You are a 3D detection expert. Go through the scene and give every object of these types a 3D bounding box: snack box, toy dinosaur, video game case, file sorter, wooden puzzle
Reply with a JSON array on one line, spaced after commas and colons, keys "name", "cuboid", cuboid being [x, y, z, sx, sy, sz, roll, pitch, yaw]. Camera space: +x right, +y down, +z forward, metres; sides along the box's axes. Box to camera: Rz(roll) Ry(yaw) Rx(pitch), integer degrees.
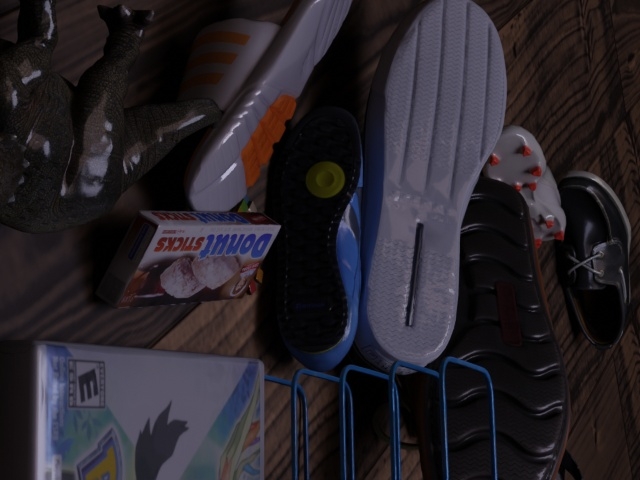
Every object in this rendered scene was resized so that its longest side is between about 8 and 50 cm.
[{"name": "snack box", "cuboid": [-0.087, 0.012, 1.186, 0.064, 0.022, 0.178, -62, 159, 13]}, {"name": "toy dinosaur", "cuboid": [-0.166, -0.068, 0.986, 0.313, 0.121, 0.160, 14, 86, -69]}, {"name": "video game case", "cuboid": [-0.113, 0.234, 1.117, 0.300, 0.036, 0.329, 13, 74, -65]}, {"name": "file sorter", "cuboid": [0.038, 0.148, 1.302, 0.118, 0.170, 0.104, 22, 64, -63]}, {"name": "wooden puzzle", "cuboid": [-0.056, -0.003, 1.311, 0.049, 0.006, 0.083, -66, 144, -45]}]

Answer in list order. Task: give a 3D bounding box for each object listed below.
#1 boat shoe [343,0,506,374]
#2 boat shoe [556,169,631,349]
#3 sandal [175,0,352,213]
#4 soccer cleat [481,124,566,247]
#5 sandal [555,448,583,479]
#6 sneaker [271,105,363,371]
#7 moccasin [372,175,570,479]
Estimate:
[{"name": "boat shoe", "cuboid": [0.064, -0.048, 1.467, 0.121, 0.119, 0.335, 22, 70, -22]}, {"name": "boat shoe", "cuboid": [0.322, 0.023, 2.050, 0.079, 0.084, 0.233, -64, 145, -49]}, {"name": "sandal", "cuboid": [-0.051, -0.128, 1.252, 0.102, 0.076, 0.265, 95, 21, -56]}, {"name": "soccer cleat", "cuboid": [0.215, -0.069, 1.861, 0.196, 0.068, 0.076, 57, 23, -49]}, {"name": "sandal", "cuboid": [0.258, 0.262, 1.911, 0.097, 0.054, 0.254, -7, 93, -66]}, {"name": "sneaker", "cuboid": [0.000, 0.000, 1.376, 0.082, 0.069, 0.209, 67, 24, -71]}, {"name": "moccasin", "cuboid": [0.125, 0.114, 1.506, 0.380, 0.139, 0.147, -97, -160, -44]}]
